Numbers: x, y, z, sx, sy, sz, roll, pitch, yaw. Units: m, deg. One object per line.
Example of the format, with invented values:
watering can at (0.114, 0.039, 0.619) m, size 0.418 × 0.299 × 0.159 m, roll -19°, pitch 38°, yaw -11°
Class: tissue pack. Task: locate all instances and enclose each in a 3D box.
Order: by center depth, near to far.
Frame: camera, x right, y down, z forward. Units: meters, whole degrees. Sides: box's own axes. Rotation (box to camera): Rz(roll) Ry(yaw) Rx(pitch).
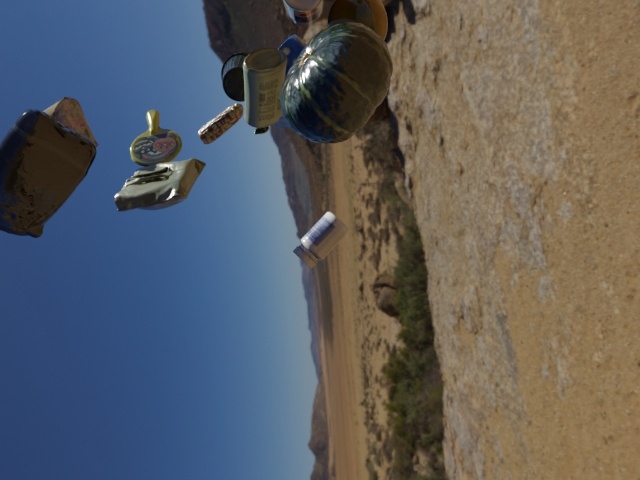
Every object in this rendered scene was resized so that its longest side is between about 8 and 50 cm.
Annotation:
tissue pack at (-1.062, -0.427, 1.883) m, size 0.215 × 0.256 × 0.123 m, roll 68°, pitch -160°, yaw -5°

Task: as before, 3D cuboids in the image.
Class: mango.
mango at (0.113, -0.659, 1.381) m, size 0.254 × 0.139 × 0.176 m, roll 36°, pitch 141°, yaw 56°

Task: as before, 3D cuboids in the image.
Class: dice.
dice at (-0.103, -0.758, 1.929) m, size 0.146 × 0.143 × 0.146 m, roll 50°, pitch -160°, yaw -6°

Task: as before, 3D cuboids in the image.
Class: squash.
squash at (0.027, -0.322, 0.952) m, size 0.252 × 0.165 × 0.252 m, roll -41°, pitch 30°, yaw 30°

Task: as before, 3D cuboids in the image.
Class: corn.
corn at (-0.453, -0.537, 2.131) m, size 0.086 × 0.253 × 0.086 m, roll 52°, pitch -164°, yaw -22°

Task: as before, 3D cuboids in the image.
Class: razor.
razor at (-0.766, -0.168, 1.234) m, size 0.204 × 0.349 × 0.113 m, roll 32°, pitch -169°, yaw -40°

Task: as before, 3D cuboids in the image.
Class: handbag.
handbag at (-0.556, -0.193, 1.622) m, size 0.316 × 0.253 × 0.109 m, roll -90°, pitch -9°, yaw -58°

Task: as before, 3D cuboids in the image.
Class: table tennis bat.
table tennis bat at (-0.736, -0.461, 2.068) m, size 0.054 × 0.224 × 0.369 m, roll 86°, pitch 169°, yaw -53°

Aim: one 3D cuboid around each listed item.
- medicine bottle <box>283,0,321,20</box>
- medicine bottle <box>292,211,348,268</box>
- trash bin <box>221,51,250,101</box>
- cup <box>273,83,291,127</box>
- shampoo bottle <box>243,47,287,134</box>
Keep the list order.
medicine bottle at (-0.052, -0.747, 1.431) m, size 0.341 × 0.130 × 0.130 m, roll -94°, pitch -1°, yaw -73°
medicine bottle at (0.000, 0.000, 1.579) m, size 0.103 × 0.187 × 0.103 m, roll 44°, pitch 177°, yaw 3°
trash bin at (-0.284, -0.578, 1.683) m, size 0.161 × 0.175 × 0.176 m, roll -95°, pitch 0°, yaw -59°
cup at (-0.116, -0.458, 1.595) m, size 0.128 × 0.095 × 0.130 m, roll 34°, pitch -117°, yaw -73°
shampoo bottle at (-0.149, -0.378, 1.223) m, size 0.087 × 0.118 × 0.234 m, roll 41°, pitch 151°, yaw 17°
